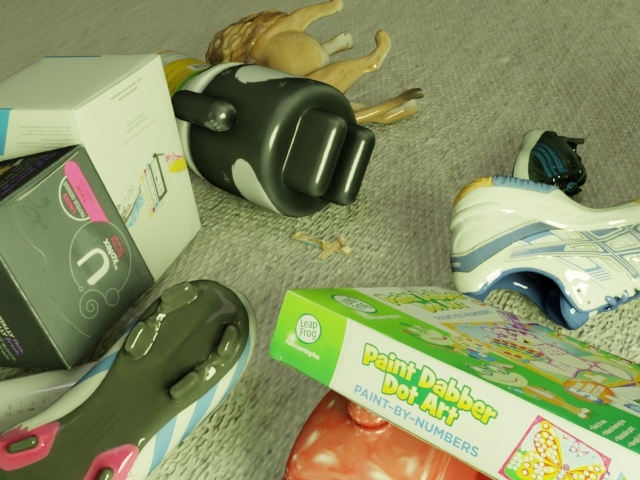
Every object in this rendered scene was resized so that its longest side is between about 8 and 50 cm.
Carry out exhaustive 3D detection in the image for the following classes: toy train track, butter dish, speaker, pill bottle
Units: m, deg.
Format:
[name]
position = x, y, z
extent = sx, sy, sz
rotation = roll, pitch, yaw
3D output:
[toy train track]
position = 0.000, 0.000, 0.893
extent = 0.083, 0.014, 0.048
rotation = 16, 41, 35
[butter dish]
position = 0.042, 0.156, 0.549
extent = 0.160, 0.118, 0.160
rotation = 9, 38, 25
[speaker]
position = -0.256, 0.148, 0.694
extent = 0.136, 0.055, 0.055
rotation = -12, 33, -3
[pill bottle]
position = -0.218, -0.215, 1.165
extent = 0.136, 0.137, 0.245
rotation = -28, 37, -27

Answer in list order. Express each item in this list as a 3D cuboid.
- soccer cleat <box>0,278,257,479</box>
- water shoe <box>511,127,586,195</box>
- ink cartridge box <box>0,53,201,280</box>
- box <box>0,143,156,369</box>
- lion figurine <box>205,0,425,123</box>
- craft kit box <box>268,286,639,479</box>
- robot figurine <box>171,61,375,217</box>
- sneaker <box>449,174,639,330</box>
[soccer cleat]
position = -0.175, 0.169, 0.614
extent = 0.331, 0.143, 0.116
rotation = -42, 74, -12
[water shoe]
position = 0.271, -0.078, 0.890
extent = 0.080, 0.073, 0.203
rotation = 6, 36, 19
[ink cartridge box]
position = -0.267, -0.075, 0.876
extent = 0.171, 0.233, 0.168
rotation = 4, 33, 20
[box]
position = -0.331, 0.021, 0.760
extent = 0.270, 0.165, 0.143
rotation = -4, 31, 33
[lion figurine]
position = -0.026, -0.267, 1.199
extent = 0.240, 0.142, 0.392
rotation = -26, 40, -11
[craft kit box]
position = 0.133, 0.099, 0.544
extent = 0.246, 0.061, 0.249
rotation = 19, 8, 33
[robot figurine]
position = -0.064, -0.134, 0.965
extent = 0.278, 0.209, 0.173
rotation = 24, 58, 40
[sneaker]
position = 0.268, 0.030, 0.721
extent = 0.296, 0.112, 0.131
rotation = 7, 68, 8
